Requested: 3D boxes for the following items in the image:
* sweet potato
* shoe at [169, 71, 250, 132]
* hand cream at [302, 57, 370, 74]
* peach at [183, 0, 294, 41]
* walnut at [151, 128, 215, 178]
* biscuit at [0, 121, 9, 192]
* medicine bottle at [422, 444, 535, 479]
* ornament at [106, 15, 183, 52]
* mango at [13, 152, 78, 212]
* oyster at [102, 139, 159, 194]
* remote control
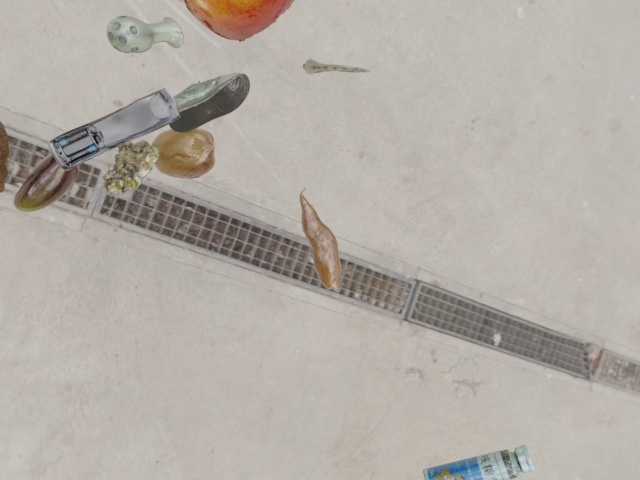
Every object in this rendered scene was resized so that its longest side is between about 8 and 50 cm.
[{"bbox_3d":[0.000,0.000,0.848,0.056,0.056,0.195,-24,101,-20],"label":"sweet potato"},{"bbox_3d":[-0.338,-0.426,1.429,0.275,0.103,0.098,-29,63,-12],"label":"shoe"},{"bbox_3d":[0.030,-0.392,1.095,0.057,0.165,0.037,-15,117,-56],"label":"hand cream"},{"bbox_3d":[-0.114,-0.410,0.707,0.190,0.226,0.196,24,50,-3],"label":"peach"},{"bbox_3d":[-0.504,-0.327,1.807,0.203,0.298,0.203,-7,99,-55],"label":"walnut"},{"bbox_3d":[-0.765,-0.199,1.118,0.026,0.124,0.175,0,90,-8],"label":"biscuit"},{"bbox_3d":[0.284,0.417,0.869,0.191,0.051,0.051,-22,106,13],"label":"medicine bottle"},{"bbox_3d":[-0.377,-0.436,1.024,0.075,0.081,0.156,50,43,5],"label":"ornament"},{"bbox_3d":[-0.825,-0.179,1.462,0.267,0.133,0.111,-40,124,13],"label":"mango"},{"bbox_3d":[-0.578,-0.232,1.455,0.083,0.223,0.214,45,49,-45],"label":"oyster"},{"bbox_3d":[-0.332,-0.181,0.782,0.212,0.028,0.059,-28,93,-5],"label":"remote control"}]
